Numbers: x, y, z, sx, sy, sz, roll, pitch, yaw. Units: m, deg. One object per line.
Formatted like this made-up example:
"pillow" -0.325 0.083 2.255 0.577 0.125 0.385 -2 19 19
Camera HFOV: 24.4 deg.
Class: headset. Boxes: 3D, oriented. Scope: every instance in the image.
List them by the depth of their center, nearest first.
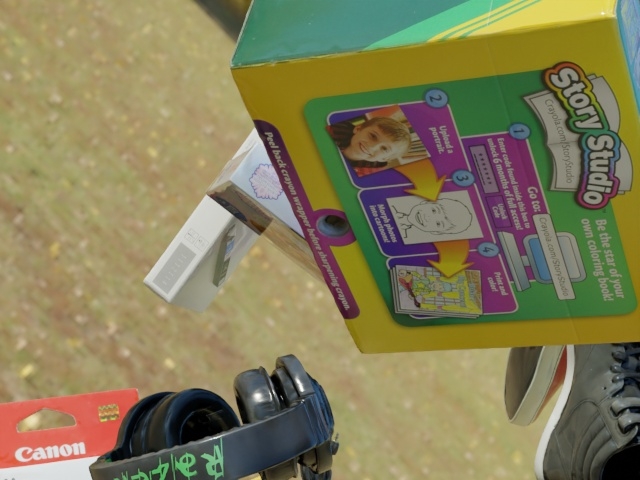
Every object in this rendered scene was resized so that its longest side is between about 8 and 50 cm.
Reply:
"headset" -0.083 0.232 1.579 0.394 0.243 0.185 -20 93 -72

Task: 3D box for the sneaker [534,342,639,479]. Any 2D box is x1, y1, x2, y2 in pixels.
"sneaker" 0.321 0.144 1.533 0.104 0.296 0.147 14 4 -25

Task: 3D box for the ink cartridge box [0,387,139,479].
"ink cartridge box" -0.357 0.312 1.986 0.060 0.275 0.239 112 -31 -59

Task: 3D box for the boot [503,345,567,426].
"boot" 0.323 0.132 1.743 0.176 0.244 0.088 5 41 -16

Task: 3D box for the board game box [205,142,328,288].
"board game box" 0.000 0.000 2.001 0.318 0.066 0.318 38 -7 -6

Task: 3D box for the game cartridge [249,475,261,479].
"game cartridge" -0.144 0.546 2.160 0.053 0.285 0.324 74 -8 -69

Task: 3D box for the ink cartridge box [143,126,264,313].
"ink cartridge box" -0.125 -0.021 2.326 0.066 0.296 0.261 38 4 18

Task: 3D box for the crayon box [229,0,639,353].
"crayon box" 0.135 -0.060 1.264 0.106 0.313 0.363 -76 152 -42
